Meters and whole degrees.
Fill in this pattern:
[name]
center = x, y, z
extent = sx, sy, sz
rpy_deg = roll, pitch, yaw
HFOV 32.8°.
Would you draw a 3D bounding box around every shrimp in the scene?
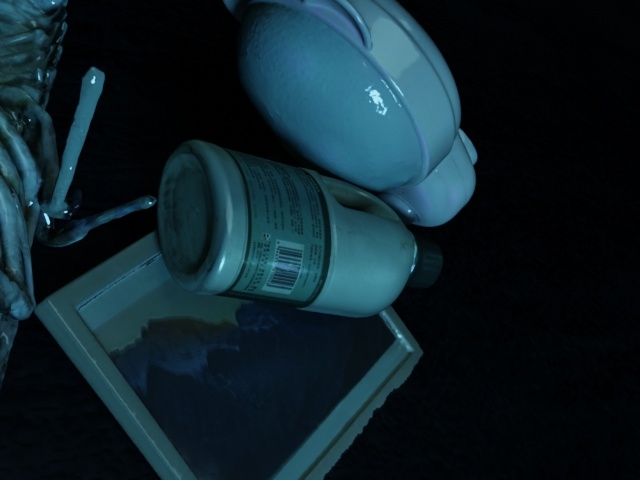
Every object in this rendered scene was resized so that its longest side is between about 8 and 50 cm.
[shrimp]
center = -0.187, -0.045, 0.525
extent = 0.221, 0.166, 0.411
rpy_deg = 8, 34, -5

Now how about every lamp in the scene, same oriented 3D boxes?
[lamp]
center = 0.023, -0.092, 0.795
extent = 0.108, 0.179, 0.246
rpy_deg = -48, 129, -11

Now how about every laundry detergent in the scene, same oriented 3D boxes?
[laundry detergent]
center = 0.000, 0.000, 0.724
extent = 0.225, 0.070, 0.099
rpy_deg = 11, 52, -43

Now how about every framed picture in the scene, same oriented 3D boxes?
[framed picture]
center = -0.040, 0.061, 0.708
extent = 0.192, 0.018, 0.265
rpy_deg = 54, 36, -3
